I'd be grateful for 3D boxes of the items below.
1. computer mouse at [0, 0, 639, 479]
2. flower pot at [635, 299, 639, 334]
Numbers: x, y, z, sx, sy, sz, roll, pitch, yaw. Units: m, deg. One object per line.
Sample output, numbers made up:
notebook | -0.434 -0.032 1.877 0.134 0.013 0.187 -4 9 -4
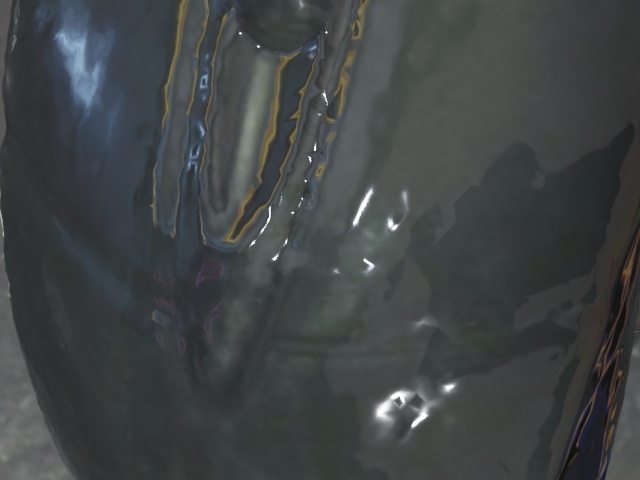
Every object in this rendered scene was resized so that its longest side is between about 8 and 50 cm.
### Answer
computer mouse | 0.000 0.000 0.382 0.086 0.138 0.269 -48 149 -53
flower pot | 0.152 -0.107 0.763 0.266 0.266 0.267 -22 159 -38
